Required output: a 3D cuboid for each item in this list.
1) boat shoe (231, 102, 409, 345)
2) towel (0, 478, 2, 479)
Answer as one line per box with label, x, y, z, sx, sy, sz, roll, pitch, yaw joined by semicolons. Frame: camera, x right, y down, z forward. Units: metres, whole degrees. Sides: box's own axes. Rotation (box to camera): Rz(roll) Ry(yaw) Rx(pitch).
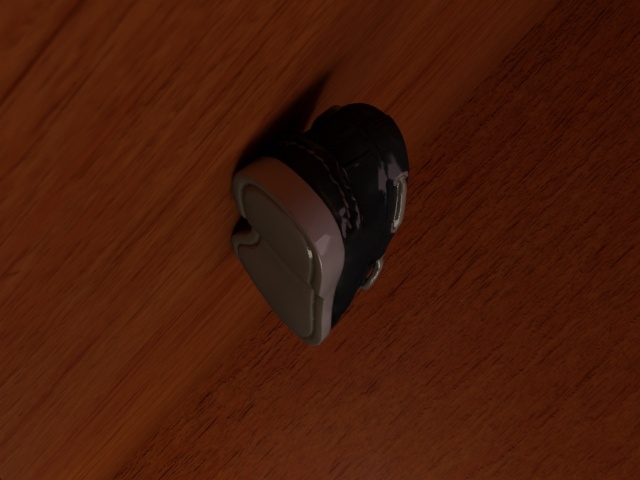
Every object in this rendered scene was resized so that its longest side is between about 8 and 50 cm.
boat shoe;0.000;0.000;0.575;0.091;0.114;0.302;-40;176;-15
towel;-0.304;0.245;0.340;0.325;0.038;0.248;-47;176;3
